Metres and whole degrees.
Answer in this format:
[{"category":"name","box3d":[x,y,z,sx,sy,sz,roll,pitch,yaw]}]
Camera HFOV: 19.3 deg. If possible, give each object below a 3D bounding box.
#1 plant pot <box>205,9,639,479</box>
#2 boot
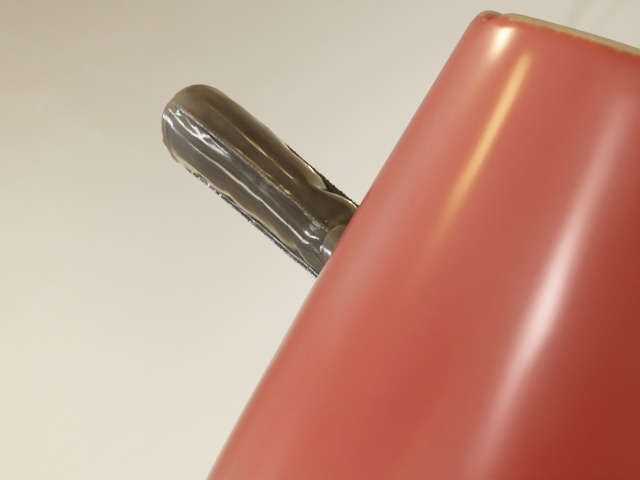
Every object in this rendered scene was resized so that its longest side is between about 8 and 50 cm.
[{"category":"plant pot","box3d":[0.112,0.049,0.791,0.275,0.275,0.243,16,-84,-43]},{"category":"boot","box3d":[0.002,-0.001,1.217,0.076,0.208,0.190,-52,-29,-13]}]
